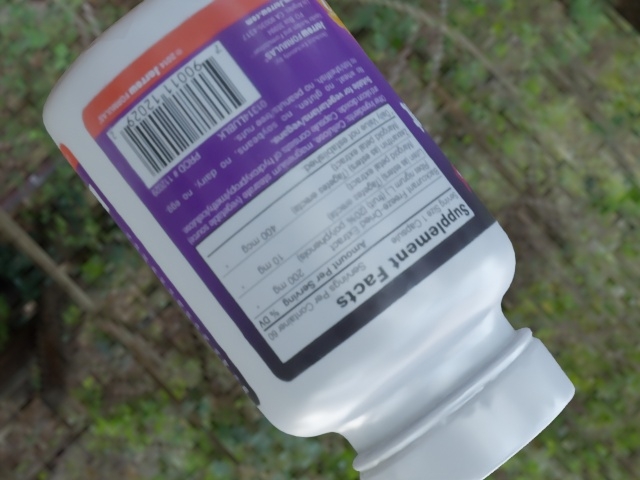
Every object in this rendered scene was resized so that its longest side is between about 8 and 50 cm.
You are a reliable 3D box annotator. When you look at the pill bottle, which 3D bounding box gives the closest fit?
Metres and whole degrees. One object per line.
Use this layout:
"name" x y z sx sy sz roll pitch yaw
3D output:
"pill bottle" 0.000 0.000 0.599 0.108 0.193 0.108 -37 178 -1
